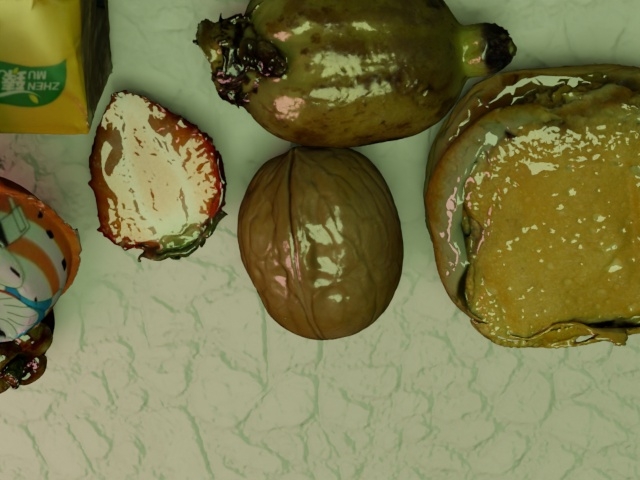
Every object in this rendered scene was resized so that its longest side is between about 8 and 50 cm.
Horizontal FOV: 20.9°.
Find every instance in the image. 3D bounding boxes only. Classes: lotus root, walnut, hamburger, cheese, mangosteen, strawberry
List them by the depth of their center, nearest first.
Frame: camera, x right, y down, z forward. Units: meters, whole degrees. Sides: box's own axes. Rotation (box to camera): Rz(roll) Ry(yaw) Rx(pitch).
[{"bbox_3d":[-0.338,-0.015,1.607,0.217,0.129,0.329,-8,139,0],"label":"cheese"},{"bbox_3d":[0.033,-0.175,1.691,0.314,0.141,0.169,0,91,-3],"label":"lotus root"},{"bbox_3d":[0.249,-0.033,1.745,0.318,0.158,0.318,-1,111,-3],"label":"hamburger"},{"bbox_3d":[0.000,0.000,1.748,0.167,0.167,0.207,-12,113,3],"label":"walnut"},{"bbox_3d":[-0.171,-0.067,1.761,0.146,0.082,0.187,-23,104,1],"label":"strawberry"},{"bbox_3d":[-0.330,0.101,1.785,0.140,0.140,0.140,-1,111,-2],"label":"mangosteen"}]

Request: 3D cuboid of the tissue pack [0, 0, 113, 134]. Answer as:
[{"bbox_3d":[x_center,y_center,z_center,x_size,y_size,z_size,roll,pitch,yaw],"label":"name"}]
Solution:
[{"bbox_3d":[-0.392,-0.255,1.603,0.382,0.228,0.293,0,110,-3],"label":"tissue pack"}]
